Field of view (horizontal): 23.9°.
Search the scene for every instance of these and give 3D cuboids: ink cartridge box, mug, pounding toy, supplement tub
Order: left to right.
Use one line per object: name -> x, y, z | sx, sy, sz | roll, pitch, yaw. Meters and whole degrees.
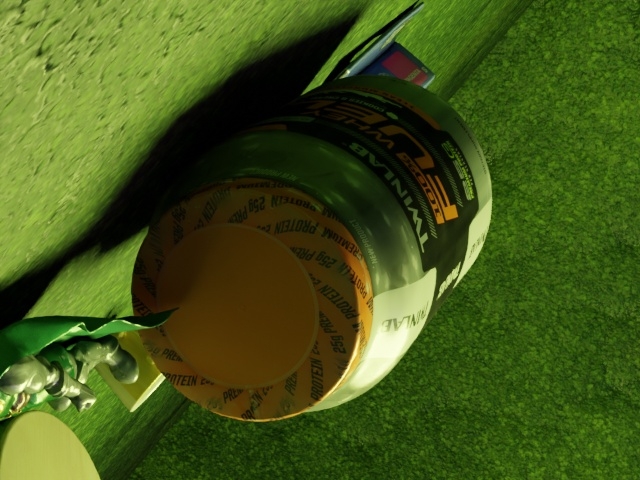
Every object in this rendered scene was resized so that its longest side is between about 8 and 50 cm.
pounding toy -> -0.253, 0.245, 1.160 | 0.110, 0.183, 0.237 | -17, -160, 16
mug -> -0.155, 0.093, 1.254 | 0.078, 0.064, 0.062 | -50, 176, 22
ink cartridge box -> -0.004, -0.070, 1.397 | 0.311, 0.065, 0.186 | -53, 175, 36
supplement tub -> 0.000, 0.000, 1.063 | 0.193, 0.193, 0.316 | -50, 177, 24

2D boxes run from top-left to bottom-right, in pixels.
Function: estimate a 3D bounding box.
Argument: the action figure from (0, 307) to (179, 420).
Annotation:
action figure -> -0.169, 0.079, 0.830 | 0.137, 0.063, 0.232 | -24, 176, 12
